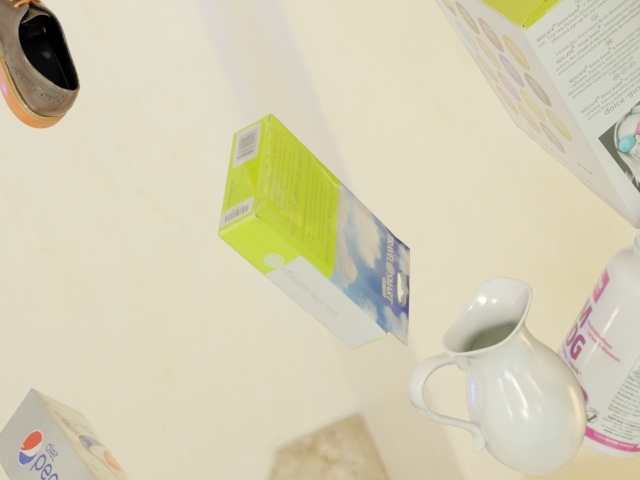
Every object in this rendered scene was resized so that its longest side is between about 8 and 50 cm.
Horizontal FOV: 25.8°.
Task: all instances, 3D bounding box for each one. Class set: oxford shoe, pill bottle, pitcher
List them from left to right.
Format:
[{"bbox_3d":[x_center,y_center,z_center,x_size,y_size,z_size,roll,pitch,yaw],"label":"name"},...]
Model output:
[{"bbox_3d":[-0.342,-0.265,1.564,0.097,0.271,0.098,-30,2,-38],"label":"oxford shoe"},{"bbox_3d":[0.191,0.170,1.507,0.178,0.207,0.125,-37,31,-14],"label":"pitcher"},{"bbox_3d":[0.388,0.106,1.659,0.160,0.160,0.283,-39,-24,-59],"label":"pill bottle"}]

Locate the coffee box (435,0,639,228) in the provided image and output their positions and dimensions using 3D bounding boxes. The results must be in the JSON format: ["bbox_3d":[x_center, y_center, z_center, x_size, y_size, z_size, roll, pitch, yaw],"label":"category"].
[{"bbox_3d":[0.370,-0.294,1.712,0.338,0.334,0.337,-38,34,0],"label":"coffee box"}]

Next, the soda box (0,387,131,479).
[{"bbox_3d":[-0.300,0.292,1.685,0.098,0.091,0.286,-55,35,1],"label":"soda box"}]

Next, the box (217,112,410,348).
[{"bbox_3d":[0.000,0.000,1.050,0.042,0.178,0.109,-26,39,29],"label":"box"}]
